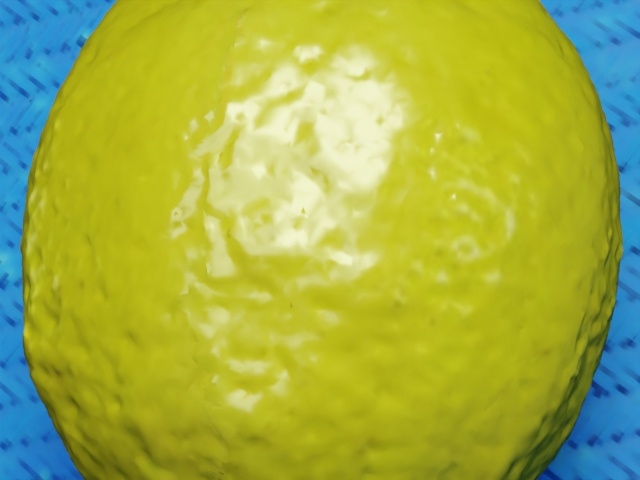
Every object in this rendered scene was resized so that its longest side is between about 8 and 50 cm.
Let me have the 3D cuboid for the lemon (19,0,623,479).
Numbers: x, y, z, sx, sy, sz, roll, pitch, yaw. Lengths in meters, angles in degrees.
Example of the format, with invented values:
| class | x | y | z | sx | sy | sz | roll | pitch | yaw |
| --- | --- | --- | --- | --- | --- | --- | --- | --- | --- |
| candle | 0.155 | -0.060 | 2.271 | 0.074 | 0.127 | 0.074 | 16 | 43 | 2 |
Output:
| class | x | y | z | sx | sy | sz | roll | pitch | yaw |
| --- | --- | --- | --- | --- | --- | --- | --- | --- | --- |
| lemon | -0.001 | 0.003 | 0.513 | 0.180 | 0.180 | 0.193 | 26 | 103 | 24 |
